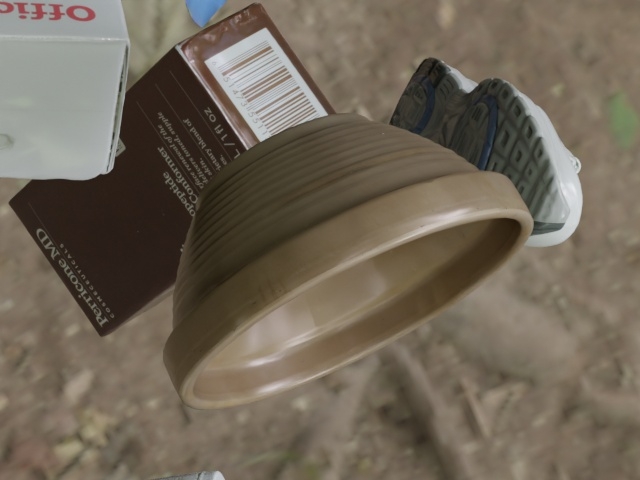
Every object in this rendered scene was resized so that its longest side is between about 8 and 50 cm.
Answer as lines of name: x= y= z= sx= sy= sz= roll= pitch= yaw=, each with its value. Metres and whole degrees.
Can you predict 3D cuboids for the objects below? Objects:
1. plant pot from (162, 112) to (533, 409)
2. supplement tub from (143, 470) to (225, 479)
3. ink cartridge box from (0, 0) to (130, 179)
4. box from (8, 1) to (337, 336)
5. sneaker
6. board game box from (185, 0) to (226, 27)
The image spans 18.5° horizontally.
plant pot: x=0.000 y=0.000 z=1.185 sx=0.237 sy=0.237 sz=0.109 roll=-12 pitch=67 yaw=-44
supplement tub: x=-0.121 y=0.208 z=1.430 sx=0.071 sy=0.107 sz=0.071 roll=-8 pitch=90 yaw=-82
ink cartridge box: x=-0.272 y=-0.191 z=1.454 sx=0.226 sy=0.131 sz=0.306 roll=-1 pitch=41 yaw=-17
box: x=-0.152 y=-0.067 z=2.062 sx=0.143 sy=0.381 sz=0.191 roll=-34 pitch=88 yaw=-41
sneaker: x=0.146 y=-0.061 z=1.481 sx=0.129 sy=0.111 sz=0.297 roll=24 pitch=12 yaw=-19
board game box: x=-0.128 y=-0.314 z=2.131 sx=0.168 sy=0.033 sz=0.133 roll=-55 pitch=149 yaw=-49
